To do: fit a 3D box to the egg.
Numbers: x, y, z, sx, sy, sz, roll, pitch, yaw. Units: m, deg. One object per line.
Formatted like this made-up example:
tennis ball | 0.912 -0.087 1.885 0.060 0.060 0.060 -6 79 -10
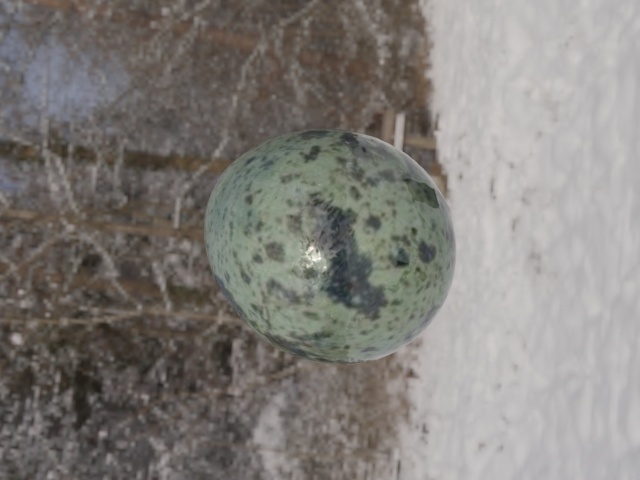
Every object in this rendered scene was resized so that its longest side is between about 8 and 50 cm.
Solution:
egg | 0.000 0.000 0.653 0.132 0.172 0.132 -16 -63 -36
